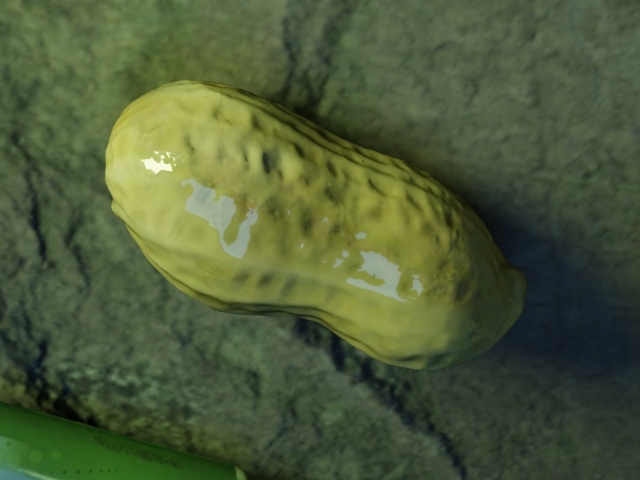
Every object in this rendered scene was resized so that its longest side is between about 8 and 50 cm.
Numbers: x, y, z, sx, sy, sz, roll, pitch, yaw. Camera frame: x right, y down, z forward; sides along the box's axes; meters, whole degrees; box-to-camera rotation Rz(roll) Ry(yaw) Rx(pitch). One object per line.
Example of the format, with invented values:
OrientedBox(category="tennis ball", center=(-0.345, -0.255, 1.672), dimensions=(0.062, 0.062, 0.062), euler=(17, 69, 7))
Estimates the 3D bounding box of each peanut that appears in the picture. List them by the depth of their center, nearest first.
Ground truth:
OrientedBox(category="peanut", center=(0.000, 0.000, 0.646), dimensions=(0.214, 0.090, 0.098), euler=(22, 111, -19))

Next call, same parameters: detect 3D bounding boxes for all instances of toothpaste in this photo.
OrientedBox(category="toothpaste", center=(-0.182, 0.111, 0.738), dimensions=(0.392, 0.061, 0.099), euler=(18, 127, -15))
